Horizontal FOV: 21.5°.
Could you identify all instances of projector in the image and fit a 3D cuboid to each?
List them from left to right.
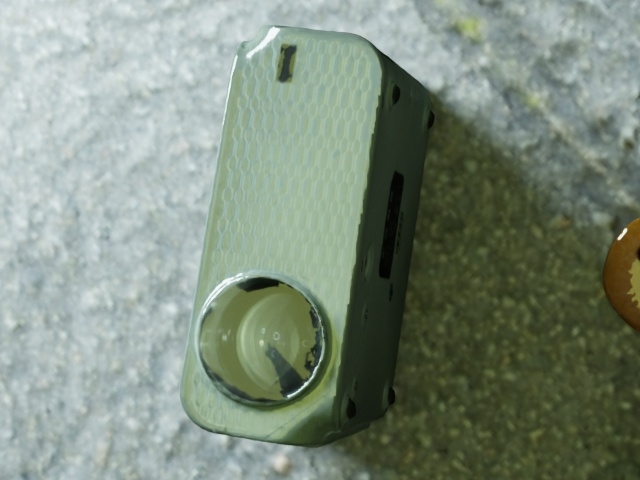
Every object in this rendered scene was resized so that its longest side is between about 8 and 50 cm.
[{"bbox_3d":[0.000,0.000,1.089,0.108,0.198,0.250,9,89,13],"label":"projector"}]

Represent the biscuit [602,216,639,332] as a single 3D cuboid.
[{"bbox_3d":[0.308,-0.001,1.106,0.250,0.036,0.165,-17,83,11],"label":"biscuit"}]
